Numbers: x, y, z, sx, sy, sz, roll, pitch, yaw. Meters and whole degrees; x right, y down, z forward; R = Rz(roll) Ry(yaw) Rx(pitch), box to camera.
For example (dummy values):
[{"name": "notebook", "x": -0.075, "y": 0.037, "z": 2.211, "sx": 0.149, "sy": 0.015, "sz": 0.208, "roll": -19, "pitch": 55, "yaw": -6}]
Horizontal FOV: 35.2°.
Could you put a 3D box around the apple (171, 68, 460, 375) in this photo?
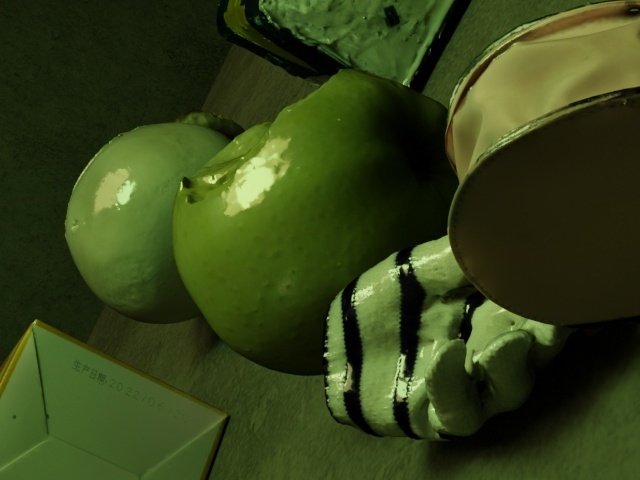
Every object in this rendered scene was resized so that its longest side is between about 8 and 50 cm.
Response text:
[{"name": "apple", "x": 0.005, "y": -0.014, "z": 0.901, "sx": 0.279, "sy": 0.279, "sz": 0.279, "roll": -54, "pitch": 17, "yaw": 24}]

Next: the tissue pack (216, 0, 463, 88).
[{"name": "tissue pack", "x": 0.029, "y": -0.359, "z": 1.428, "sx": 0.264, "sy": 0.253, "sz": 0.416, "roll": -60, "pitch": 17, "yaw": 2}]

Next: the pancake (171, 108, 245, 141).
[{"name": "pancake", "x": -0.235, "y": -0.056, "z": 1.729, "sx": 0.356, "sy": 0.065, "sz": 0.356, "roll": -38, "pitch": -35, "yaw": -34}]

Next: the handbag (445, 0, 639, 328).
[{"name": "handbag", "x": 0.165, "y": -0.041, "z": 0.559, "sx": 0.205, "sy": 0.179, "sz": 0.116, "roll": -13, "pitch": 41, "yaw": 22}]

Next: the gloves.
[{"name": "gloves", "x": 0.106, "y": 0.071, "z": 0.708, "sx": 0.219, "sy": 0.131, "sz": 0.140, "roll": -9, "pitch": 44, "yaw": 32}]

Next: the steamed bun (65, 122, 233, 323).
[{"name": "steamed bun", "x": -0.217, "y": -0.020, "z": 1.537, "sx": 0.206, "sy": 0.324, "sz": 0.324, "roll": 32, "pitch": 93, "yaw": 31}]

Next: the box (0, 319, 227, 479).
[{"name": "box", "x": -0.316, "y": 0.299, "z": 1.286, "sx": 0.214, "sy": 0.283, "sz": 0.259, "roll": -42, "pitch": 24, "yaw": 53}]
